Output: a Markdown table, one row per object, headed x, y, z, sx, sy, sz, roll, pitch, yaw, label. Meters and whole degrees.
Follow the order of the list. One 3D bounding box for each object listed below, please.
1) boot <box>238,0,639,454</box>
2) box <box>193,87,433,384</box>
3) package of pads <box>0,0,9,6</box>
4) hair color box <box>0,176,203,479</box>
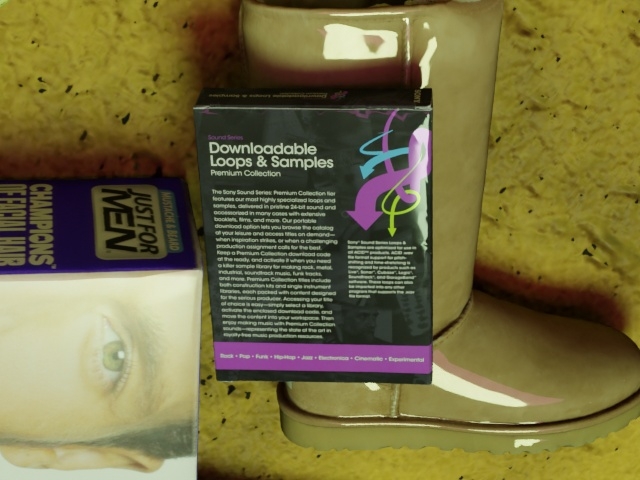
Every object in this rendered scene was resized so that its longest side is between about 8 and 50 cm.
| x | y | z | sx | sy | sz | roll | pitch | yaw | label |
| --- | --- | --- | --- | --- | --- | --- | --- | --- | --- |
| 0.079 | -0.012 | 0.762 | 0.236 | 0.089 | 0.270 | -5 | 119 | -8 | boot |
| 0.000 | 0.000 | 0.712 | 0.116 | 0.029 | 0.162 | 1 | 121 | 5 | box |
| -0.232 | -0.157 | 0.547 | 0.296 | 0.101 | 0.229 | -42 | 123 | -18 | package of pads |
| -0.235 | 0.072 | 0.738 | 0.338 | 0.110 | 0.185 | -2 | 120 | -11 | hair color box |
